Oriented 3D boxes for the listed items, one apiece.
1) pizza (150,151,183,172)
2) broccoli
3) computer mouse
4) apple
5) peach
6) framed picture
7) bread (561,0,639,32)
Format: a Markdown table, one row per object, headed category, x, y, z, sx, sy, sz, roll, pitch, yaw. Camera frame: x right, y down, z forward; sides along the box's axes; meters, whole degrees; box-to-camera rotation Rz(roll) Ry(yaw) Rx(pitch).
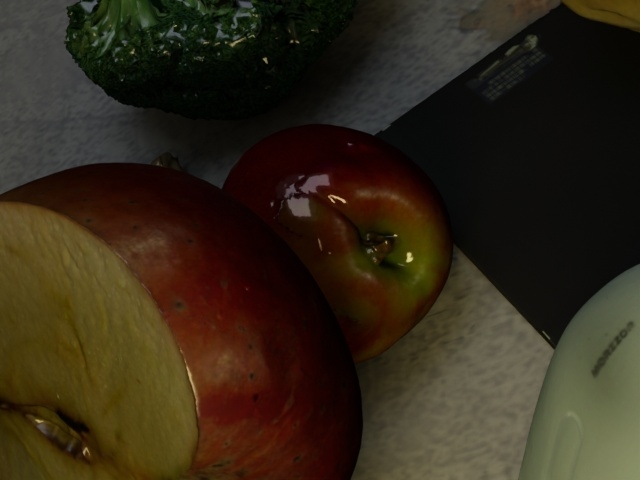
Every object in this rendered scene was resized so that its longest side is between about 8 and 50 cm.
| category | x | y | z | sx | sy | sz | roll | pitch | yaw |
| --- | --- | --- | --- | --- | --- | --- | --- | --- | --- |
| pizza | -0.191 | 0.009 | 1.702 | 0.226 | 0.069 | 0.147 | -41 | 38 | -9 |
| broccoli | -0.101 | -0.243 | 1.759 | 0.308 | 0.275 | 0.308 | -32 | 8 | 5 |
| computer mouse | 0.185 | 0.118 | 1.255 | 0.231 | 0.079 | 0.128 | -65 | 35 | 19 |
| apple | -0.139 | 0.116 | 1.358 | 0.365 | 0.295 | 0.329 | 20 | 84 | 47 |
| peach | 0.000 | 0.000 | 1.500 | 0.197 | 0.197 | 0.197 | -19 | 41 | 17 |
| framed picture | 0.208 | -0.070 | 1.556 | 0.255 | 0.014 | 0.339 | -36 | 40 | -4 |
| bread | 0.307 | -0.286 | 1.560 | 0.300 | 0.210 | 0.341 | 21 | 66 | 20 |
